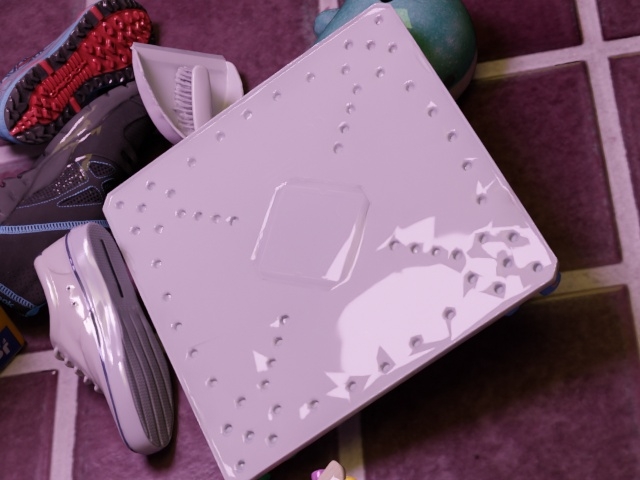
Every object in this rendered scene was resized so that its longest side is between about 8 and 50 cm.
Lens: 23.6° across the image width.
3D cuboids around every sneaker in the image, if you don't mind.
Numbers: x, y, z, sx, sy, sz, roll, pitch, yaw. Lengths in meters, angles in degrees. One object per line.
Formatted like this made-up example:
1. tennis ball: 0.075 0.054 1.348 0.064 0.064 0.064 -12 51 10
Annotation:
1. sneaker: -0.229 0.111 1.609 0.091 0.094 0.258 -28 69 21
2. sneaker: -0.276 -0.053 1.754 0.139 0.125 0.341 45 61 -3
3. sneaker: -0.317 -0.214 1.867 0.125 0.104 0.262 4 37 46

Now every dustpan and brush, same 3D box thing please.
1. dustpan and brush: -0.138 -0.128 1.769 0.060 0.147 0.211 -16 75 47

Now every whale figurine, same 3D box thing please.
1. whale figurine: 0.045 -0.206 1.738 0.272 0.141 0.216 -28 53 -7

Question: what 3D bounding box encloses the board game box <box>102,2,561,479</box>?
1. board game box: 0.000 0.000 1.584 0.390 0.050 0.390 -35 58 9

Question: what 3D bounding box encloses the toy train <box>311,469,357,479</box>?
1. toy train: 0.025 0.288 1.457 0.166 0.046 0.125 9 69 18

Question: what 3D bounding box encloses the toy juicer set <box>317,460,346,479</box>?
1. toy juicer set: 0.016 0.391 1.365 0.209 0.089 0.329 -34 61 6

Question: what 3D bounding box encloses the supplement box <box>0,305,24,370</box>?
1. supplement box: -0.492 0.042 1.575 0.194 0.356 0.195 28 67 31
